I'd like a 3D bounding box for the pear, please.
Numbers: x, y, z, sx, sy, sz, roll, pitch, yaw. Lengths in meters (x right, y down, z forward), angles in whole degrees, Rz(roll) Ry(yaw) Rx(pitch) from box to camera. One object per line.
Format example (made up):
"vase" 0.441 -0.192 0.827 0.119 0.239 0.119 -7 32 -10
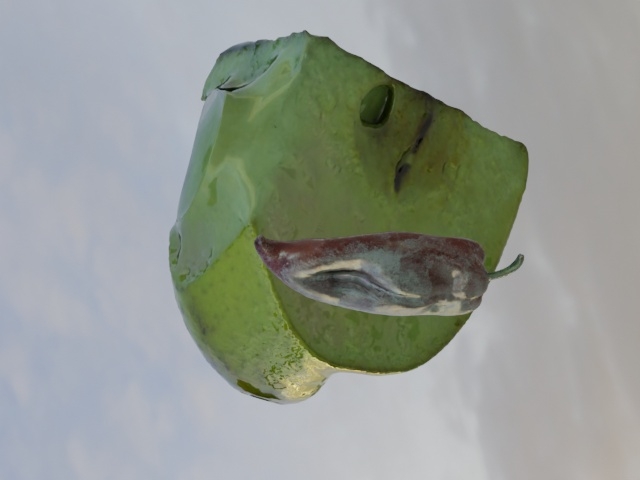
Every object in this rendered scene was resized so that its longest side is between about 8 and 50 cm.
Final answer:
"pear" 0.000 0.000 1.185 0.286 0.176 0.282 23 -107 -33

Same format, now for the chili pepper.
"chili pepper" 0.039 0.017 0.807 0.041 0.153 0.050 -139 54 -70
